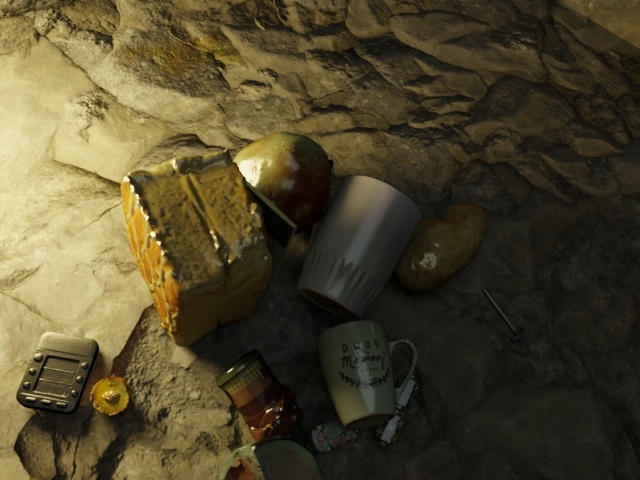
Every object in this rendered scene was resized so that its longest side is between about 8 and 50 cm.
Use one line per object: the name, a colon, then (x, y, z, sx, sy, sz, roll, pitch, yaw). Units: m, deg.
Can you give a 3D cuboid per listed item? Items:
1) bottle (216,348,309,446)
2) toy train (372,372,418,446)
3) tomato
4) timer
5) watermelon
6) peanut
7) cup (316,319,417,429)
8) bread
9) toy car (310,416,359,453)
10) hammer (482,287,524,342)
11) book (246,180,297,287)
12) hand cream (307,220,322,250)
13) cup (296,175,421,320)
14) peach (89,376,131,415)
bottle: (-0.133, 0.413, 1.294, 0.271, 0.143, 0.156, 53, 46, 3)
toy train: (0.198, 0.449, 1.388, 0.060, 0.081, 0.202, 27, 68, 5)
tomato: (-0.118, -0.163, 1.507, 0.239, 0.303, 0.303, -3, 56, -55)
timer: (-0.649, 0.329, 1.301, 0.144, 0.055, 0.187, 13, 57, -6)
watermelon: (-0.105, 0.558, 1.178, 0.223, 0.180, 0.305, -19, 102, -5)
peanut: (0.371, 0.013, 1.596, 0.387, 0.169, 0.192, -34, 84, -27)
cup: (0.137, 0.343, 1.349, 0.258, 0.186, 0.234, -9, 58, -9)
bread: (-0.322, 0.022, 1.346, 0.279, 0.390, 0.371, -18, 66, -28)
toy car: (0.035, 0.495, 1.344, 0.142, 0.055, 0.069, -13, 66, -32)
hammer: (0.561, 0.224, 1.609, 0.062, 0.017, 0.182, -23, 68, -21)
book: (-0.173, -0.012, 1.434, 0.201, 0.289, 0.026, 42, 51, 11)
hand cream: (0.000, 0.000, 1.605, 0.084, 0.053, 0.142, 23, 46, 1)
cup: (0.102, 0.018, 1.478, 0.253, 0.253, 0.372, 28, 73, 4)
peach: (-0.513, 0.382, 1.293, 0.098, 0.061, 0.098, 0, 84, 0)
